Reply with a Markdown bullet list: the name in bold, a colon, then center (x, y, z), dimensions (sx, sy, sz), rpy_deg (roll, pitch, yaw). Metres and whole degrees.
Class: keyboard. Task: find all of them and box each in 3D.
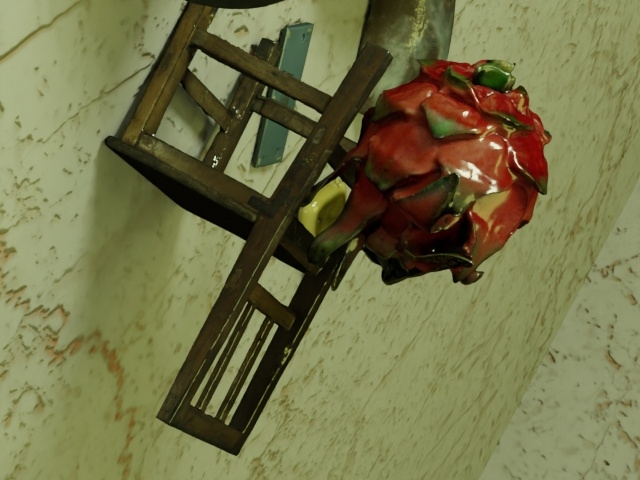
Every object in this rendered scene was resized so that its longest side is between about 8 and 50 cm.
- **keyboard**: center (-0.045, -0.170, 1.820), dimensions (0.055, 0.014, 0.176), rpy_deg (-23, 132, -56)

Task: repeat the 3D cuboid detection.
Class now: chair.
- **chair**: center (-0.102, -0.027, 1.590), dimensions (0.416, 0.240, 0.203), rpy_deg (-59, 155, -7)

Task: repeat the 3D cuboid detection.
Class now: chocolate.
- **chocolate**: center (0.125, -0.273, 1.993), dimensions (0.157, 0.080, 0.254), rpy_deg (-32, 140, -51)

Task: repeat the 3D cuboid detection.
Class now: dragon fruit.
- **dragon fruit**: center (0.108, -0.053, 1.466), dimensions (0.274, 0.192, 0.193), rpy_deg (-55, 163, 10)

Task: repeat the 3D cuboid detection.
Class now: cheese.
- **cheese**: center (-0.001, 0.000, 2.042), dimensions (0.086, 0.036, 0.162), rpy_deg (-40, 145, -42)

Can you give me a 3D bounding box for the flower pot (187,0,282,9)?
- **flower pot**: center (-0.087, -0.340, 1.378), dimensions (0.235, 0.235, 0.148), rpy_deg (76, 25, -54)
